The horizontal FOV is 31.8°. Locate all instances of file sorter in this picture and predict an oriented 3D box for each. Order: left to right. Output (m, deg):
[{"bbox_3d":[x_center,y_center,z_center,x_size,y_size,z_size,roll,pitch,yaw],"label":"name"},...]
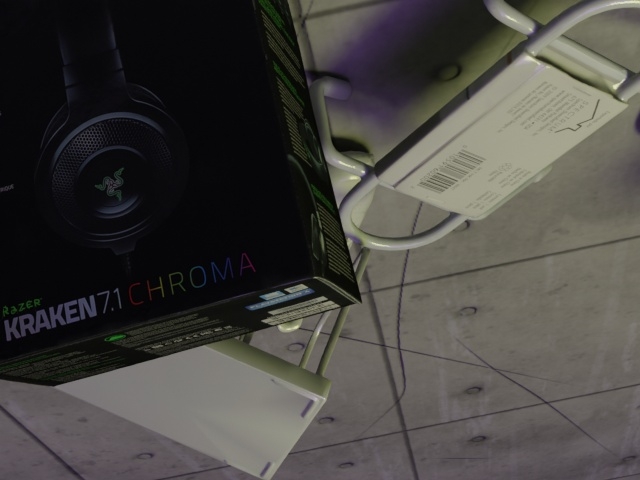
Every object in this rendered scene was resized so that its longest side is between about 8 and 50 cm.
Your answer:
[{"bbox_3d":[-0.123,0.054,0.990,0.278,0.173,0.193,24,144,-3],"label":"file sorter"}]

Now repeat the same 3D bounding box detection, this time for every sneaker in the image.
[{"bbox_3d":[0.000,0.000,1.110,0.090,0.094,0.235,4,146,-20],"label":"sneaker"}]

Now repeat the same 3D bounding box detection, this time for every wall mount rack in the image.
[{"bbox_3d":[0.174,-0.113,0.946,0.304,0.130,0.350,18,140,-34],"label":"wall mount rack"}]

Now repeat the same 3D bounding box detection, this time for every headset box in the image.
[{"bbox_3d":[-0.129,-0.067,0.783,0.246,0.283,0.131,-15,165,11],"label":"headset box"}]
